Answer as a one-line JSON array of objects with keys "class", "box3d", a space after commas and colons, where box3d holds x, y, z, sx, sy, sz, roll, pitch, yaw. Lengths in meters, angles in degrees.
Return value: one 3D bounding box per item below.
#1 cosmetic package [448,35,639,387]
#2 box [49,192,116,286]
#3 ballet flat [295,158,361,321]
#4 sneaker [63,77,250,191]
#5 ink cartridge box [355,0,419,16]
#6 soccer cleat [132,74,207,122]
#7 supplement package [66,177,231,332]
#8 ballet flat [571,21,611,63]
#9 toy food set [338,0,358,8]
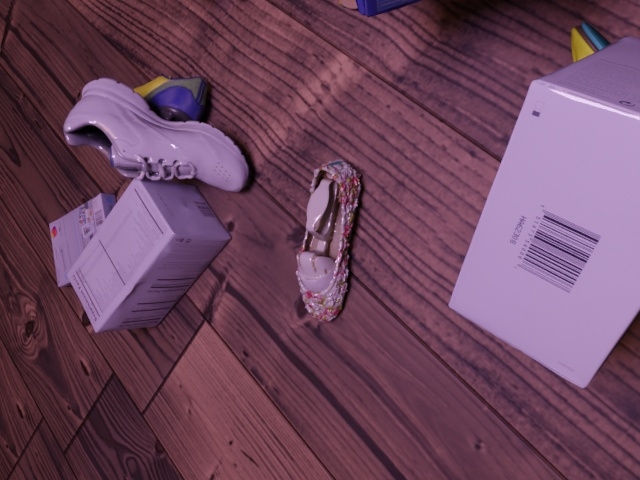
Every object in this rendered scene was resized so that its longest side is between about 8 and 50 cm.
[{"class": "cosmetic package", "box3d": [0.254, -0.036, 0.455, 0.138, 0.225, 0.223, 32, 134, 28]}, {"class": "box", "box3d": [-0.483, 0.003, 1.059, 0.186, 0.038, 0.145, -22, 76, 28]}, {"class": "ballet flat", "box3d": [0.000, 0.000, 0.739, 0.091, 0.077, 0.240, 8, 92, 31]}, {"class": "sneaker", "box3d": [-0.259, -0.139, 0.820, 0.297, 0.129, 0.111, 22, 140, -5]}, {"class": "ink cartridge box", "box3d": [0.125, -0.398, 0.470, 0.270, 0.151, 0.395, -16, 86, 8]}, {"class": "soccer cleat", "box3d": [-0.320, -0.251, 0.957, 0.289, 0.093, 0.121, 8, 67, 35]}, {"class": "supplement package", "box3d": [-0.299, 0.028, 0.887, 0.244, 0.134, 0.139, -46, 66, 21]}, {"class": "ballet flat", "box3d": [0.329, -0.132, 0.550, 0.230, 0.077, 0.077, 55, 131, 19]}, {"class": "toy food set", "box3d": [0.059, -0.382, 0.755, 0.083, 0.020, 0.083, 21, 99, 31]}]
